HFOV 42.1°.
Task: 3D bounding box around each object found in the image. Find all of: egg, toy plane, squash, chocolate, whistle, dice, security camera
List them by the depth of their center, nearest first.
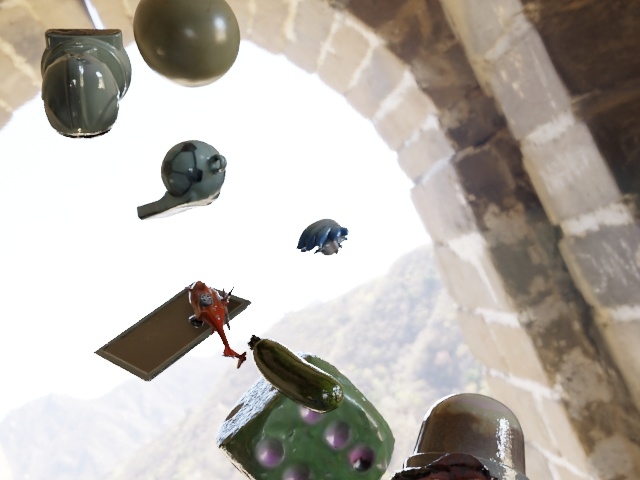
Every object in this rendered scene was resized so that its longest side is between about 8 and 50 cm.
[{"bbox_3d":[0.192,0.273,1.089,0.221,0.147,0.221,5,-24,2],"label":"chocolate"},{"bbox_3d":[-0.193,0.151,1.511,0.077,0.194,0.126,2,-29,-32],"label":"toy plane"},{"bbox_3d":[-0.246,-0.380,1.520,0.186,0.241,0.186,-18,-44,-18],"label":"egg"},{"bbox_3d":[-0.066,0.262,1.672,0.087,0.087,0.331,-20,27,-28],"label":"squash"},{"bbox_3d":[-0.501,-0.325,1.765,0.197,0.191,0.277,-2,30,-11],"label":"security camera"},{"bbox_3d":[-0.318,-0.149,1.933,0.290,0.163,0.163,-14,2,40],"label":"whistle"},{"bbox_3d":[-0.036,0.475,1.987,0.318,0.322,0.330,-45,6,-16],"label":"dice"}]

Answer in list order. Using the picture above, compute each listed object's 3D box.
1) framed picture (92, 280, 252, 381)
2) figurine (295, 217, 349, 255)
[{"bbox_3d":[-0.319,0.193,1.804,0.293,0.018,0.231,-36,31,-31],"label":"framed picture"},{"bbox_3d":[0.000,0.000,1.642,0.114,0.079,0.114,-23,9,4],"label":"figurine"}]
